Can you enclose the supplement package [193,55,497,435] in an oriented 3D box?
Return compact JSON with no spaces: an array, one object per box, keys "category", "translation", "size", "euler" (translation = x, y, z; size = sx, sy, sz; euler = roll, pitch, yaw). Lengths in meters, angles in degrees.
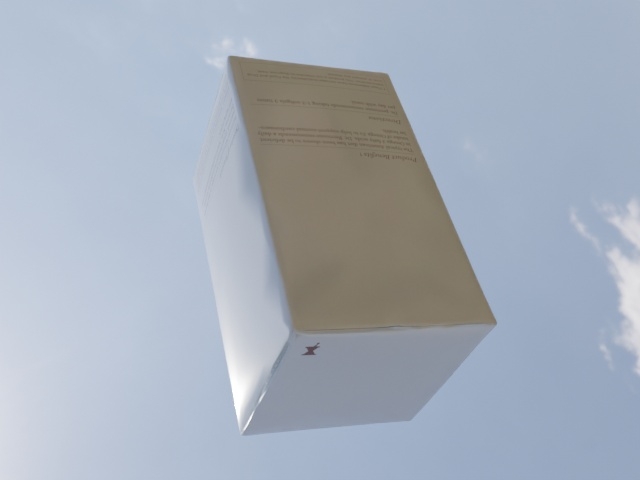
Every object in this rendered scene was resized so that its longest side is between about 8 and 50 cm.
[{"category":"supplement package","translation":[0.000,0.000,0.413],"size":[0.105,0.105,0.179],"euler":[2,-129,-23]}]
